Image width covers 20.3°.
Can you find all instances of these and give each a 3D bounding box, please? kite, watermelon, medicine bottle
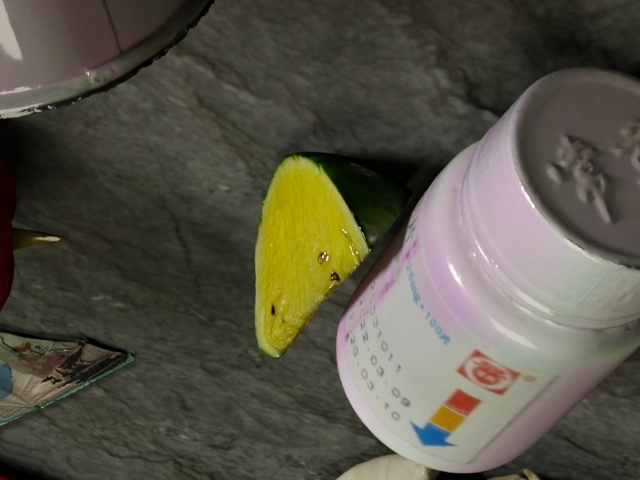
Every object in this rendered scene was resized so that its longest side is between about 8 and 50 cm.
[{"bbox_3d":[-0.301,0.071,1.379,0.335,0.011,0.314,7,144,10],"label":"kite"},{"bbox_3d":[-0.007,-0.008,1.089,0.075,0.092,0.181,35,152,-3],"label":"watermelon"},{"bbox_3d":[0.115,0.022,1.026,0.152,0.152,0.254,21,144,-8],"label":"medicine bottle"}]

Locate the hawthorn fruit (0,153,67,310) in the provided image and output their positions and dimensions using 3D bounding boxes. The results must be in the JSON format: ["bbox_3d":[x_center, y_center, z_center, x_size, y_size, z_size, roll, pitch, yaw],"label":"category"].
[{"bbox_3d":[-0.262,-0.006,1.128,0.200,0.179,0.179,-4,147,-12],"label":"hawthorn fruit"}]

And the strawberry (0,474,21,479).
[{"bbox_3d":[-0.323,0.233,1.539,0.286,0.106,0.188,9,170,-13],"label":"strawberry"}]

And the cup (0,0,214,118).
[{"bbox_3d":[-0.162,-0.223,0.779,0.203,0.203,0.288,3,138,17],"label":"cup"}]

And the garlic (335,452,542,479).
[{"bbox_3d":[0.129,0.260,1.335,0.185,0.203,0.281,9,-169,-34],"label":"garlic"}]
